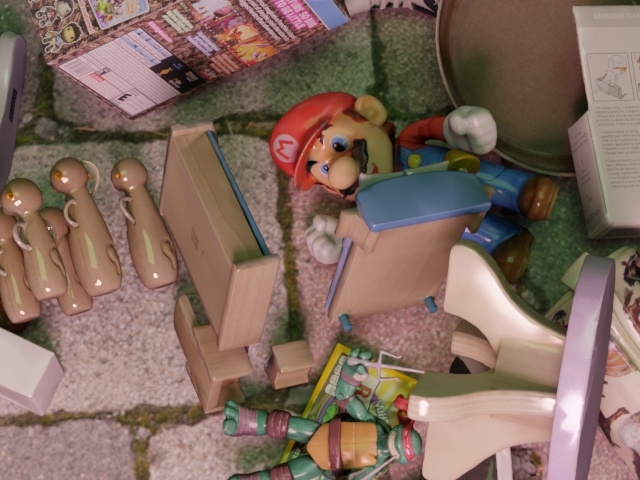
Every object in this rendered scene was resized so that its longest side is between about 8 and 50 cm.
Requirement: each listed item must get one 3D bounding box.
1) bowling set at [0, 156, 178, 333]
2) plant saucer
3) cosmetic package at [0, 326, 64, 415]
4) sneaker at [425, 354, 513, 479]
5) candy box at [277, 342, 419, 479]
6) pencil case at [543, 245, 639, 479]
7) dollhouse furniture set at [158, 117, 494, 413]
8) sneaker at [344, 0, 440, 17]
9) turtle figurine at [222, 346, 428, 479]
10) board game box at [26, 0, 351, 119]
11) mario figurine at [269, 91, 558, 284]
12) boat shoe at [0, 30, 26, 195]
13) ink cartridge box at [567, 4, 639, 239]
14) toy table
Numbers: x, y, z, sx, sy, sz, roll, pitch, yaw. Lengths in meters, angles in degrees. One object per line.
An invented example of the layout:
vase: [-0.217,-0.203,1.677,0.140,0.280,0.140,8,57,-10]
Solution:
bowling set: [-0.306,0.006,1.607,0.199,0.287,0.154,-21,82,21]
plant saucer: [0.274,-0.226,1.731,0.310,0.050,0.311,1,84,-15]
cosmetic package: [-0.401,0.107,1.616,0.239,0.099,0.060,24,74,5]
sneaker: [0.123,0.265,1.580,0.146,0.104,0.296,-2,77,-8]
candy box: [0.021,0.225,1.631,0.105,0.027,0.206,25,74,3]
pencil case: [0.387,0.199,1.571,0.160,0.183,0.410,-34,76,-12]
dollhouse furniture set: [0.000,0.000,1.605,0.303,0.286,0.198,-11,55,-21]
sneaker: [0.099,-0.299,1.758,0.153,0.094,0.235,40,66,19]
turtle figurine: [0.018,0.215,1.559,0.234,0.118,0.175,-9,58,12]
board game box: [-0.147,-0.278,1.633,0.291,0.232,0.141,-23,74,10]
mario figurine: [0.091,-0.057,1.648,0.320,0.170,0.198,21,75,3]
boat shoe: [-0.394,-0.139,1.704,0.076,0.080,0.229,4,72,6]
ink cartridge box: [0.431,-0.139,1.706,0.296,0.066,0.261,-3,74,-15]
toy table: [0.191,0.138,1.459,0.160,0.252,0.274,10,97,16]
